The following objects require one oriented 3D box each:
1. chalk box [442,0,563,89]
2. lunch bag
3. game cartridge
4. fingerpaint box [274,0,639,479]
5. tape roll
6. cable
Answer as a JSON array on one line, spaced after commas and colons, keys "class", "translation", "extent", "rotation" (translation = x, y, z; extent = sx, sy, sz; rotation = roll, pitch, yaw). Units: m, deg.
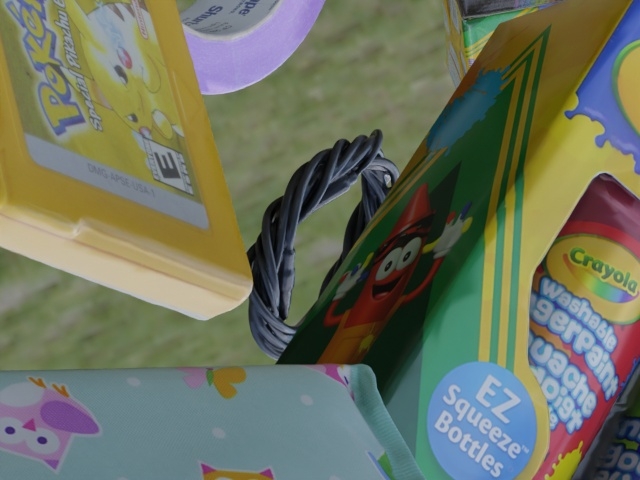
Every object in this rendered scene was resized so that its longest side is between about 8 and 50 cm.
[{"class": "chalk box", "translation": [0.220, -0.191, 1.731], "extent": [0.213, 0.132, 0.132], "rotation": [-9, 128, -2]}, {"class": "lunch bag", "translation": [-0.092, 0.175, 0.709], "extent": [0.223, 0.160, 0.262], "rotation": [0, 132, -30]}, {"class": "game cartridge", "translation": [-0.172, -0.115, 1.203], "extent": [0.053, 0.285, 0.324], "rotation": [-26, 156, 20]}, {"class": "fingerpaint box", "translation": [0.211, 0.133, 1.145], "extent": [0.371, 0.445, 0.163], "rotation": [-56, -160, -23]}, {"class": "tape roll", "translation": [-0.103, -0.255, 1.547], "extent": [0.090, 0.275, 0.275], "rotation": [14, -158, 41]}, {"class": "cable", "translation": [0.000, 0.000, 1.440], "extent": [0.047, 0.184, 0.150], "rotation": [20, 177, 35]}]
